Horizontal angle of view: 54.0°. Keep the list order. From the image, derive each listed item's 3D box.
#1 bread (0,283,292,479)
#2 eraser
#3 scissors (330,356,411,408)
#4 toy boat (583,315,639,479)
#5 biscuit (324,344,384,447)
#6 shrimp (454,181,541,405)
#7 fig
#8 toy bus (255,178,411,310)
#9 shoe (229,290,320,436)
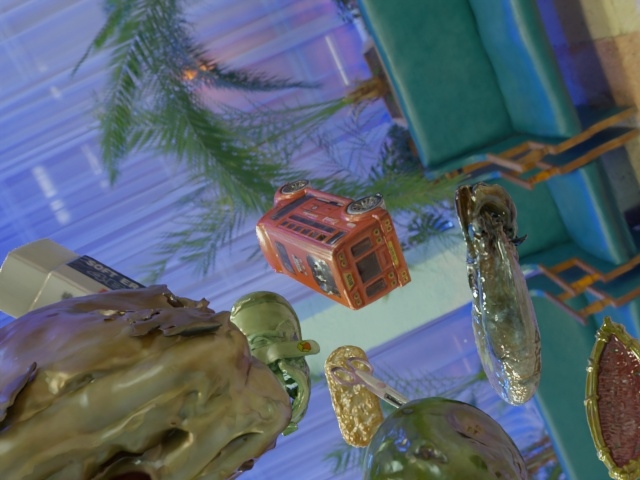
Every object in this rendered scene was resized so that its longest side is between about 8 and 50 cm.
[{"bbox_3d":[-0.188,0.135,0.444,0.167,0.278,0.324,58,163,1],"label":"bread"},{"bbox_3d":[-0.256,0.101,0.791,0.279,0.081,0.124,29,-173,-7],"label":"eraser"},{"bbox_3d":[0.101,0.259,1.105,0.176,0.085,0.022,27,122,36],"label":"scissors"},{"bbox_3d":[0.570,0.302,1.186,0.099,0.141,0.317,47,-137,-43],"label":"toy boat"},{"bbox_3d":[0.081,0.374,1.526,0.029,0.119,0.247,29,-140,-58],"label":"biscuit"},{"bbox_3d":[0.328,0.102,1.171,0.221,0.110,0.445,-114,12,-69],"label":"shrimp"},{"bbox_3d":[0.126,0.338,0.787,0.206,0.275,0.206,24,-160,-9],"label":"fig"},{"bbox_3d":[0.000,0.000,1.066,0.329,0.153,0.142,23,140,56],"label":"toy bus"},{"bbox_3d":[-0.078,0.220,1.152,0.128,0.140,0.262,167,91,-72],"label":"shoe"}]
